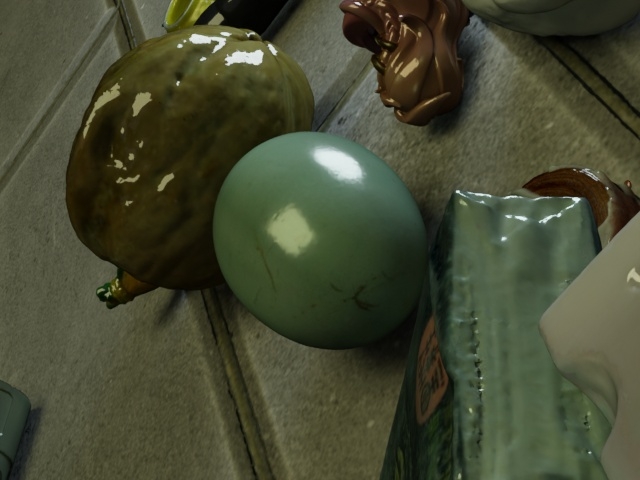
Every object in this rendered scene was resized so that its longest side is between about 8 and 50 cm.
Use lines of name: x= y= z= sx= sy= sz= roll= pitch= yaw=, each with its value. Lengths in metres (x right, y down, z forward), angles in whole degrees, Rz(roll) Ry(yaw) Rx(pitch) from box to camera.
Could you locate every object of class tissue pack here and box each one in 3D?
tissue pack: x=0.089 y=0.159 z=0.713 sx=0.316 sy=0.103 sz=0.228 roll=97 pitch=179 yaw=-47

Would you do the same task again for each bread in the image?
bread: x=0.167 y=0.027 z=0.884 sx=0.160 sy=0.073 sz=0.160 roll=-39 pitch=34 yaw=34

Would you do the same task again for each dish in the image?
dish: x=-0.148 y=-0.305 z=1.707 sx=0.208 sy=0.080 sz=0.149 roll=-58 pitch=28 yaw=8

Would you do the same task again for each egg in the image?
egg: x=0.000 y=0.000 z=1.083 sx=0.168 sy=0.168 sz=0.231 roll=-56 pitch=34 yaw=9

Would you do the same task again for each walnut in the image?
walnut: x=-0.134 y=-0.088 z=1.318 sx=0.227 sy=0.283 sz=0.283 roll=37 pitch=98 yaw=33

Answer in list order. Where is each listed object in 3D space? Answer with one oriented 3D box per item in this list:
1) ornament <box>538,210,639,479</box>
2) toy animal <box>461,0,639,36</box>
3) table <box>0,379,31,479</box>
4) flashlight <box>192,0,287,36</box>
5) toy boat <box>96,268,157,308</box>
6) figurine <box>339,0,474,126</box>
ornament: x=0.273 y=0.069 z=0.491 sx=0.240 sy=0.239 sz=0.240 roll=-49 pitch=30 yaw=22
toy animal: x=0.227 y=-0.291 z=0.997 sx=0.258 sy=0.193 sz=0.357 roll=60 pitch=137 yaw=32
table: x=-0.446 y=0.286 z=1.602 sx=0.126 sy=0.126 sz=0.220 roll=-27 pitch=43 yaw=46
flashlight: x=-0.030 y=-0.360 z=1.547 sx=0.424 sy=0.103 sz=0.103 roll=-49 pitch=30 yaw=23
toy boat: x=-0.182 y=-0.021 z=1.487 sx=0.088 sy=0.089 sz=0.230 roll=-3 pitch=52 yaw=35
figurine: x=0.081 y=-0.182 z=1.179 sx=0.157 sy=0.126 sz=0.114 roll=-91 pitch=-3 yaw=-46
